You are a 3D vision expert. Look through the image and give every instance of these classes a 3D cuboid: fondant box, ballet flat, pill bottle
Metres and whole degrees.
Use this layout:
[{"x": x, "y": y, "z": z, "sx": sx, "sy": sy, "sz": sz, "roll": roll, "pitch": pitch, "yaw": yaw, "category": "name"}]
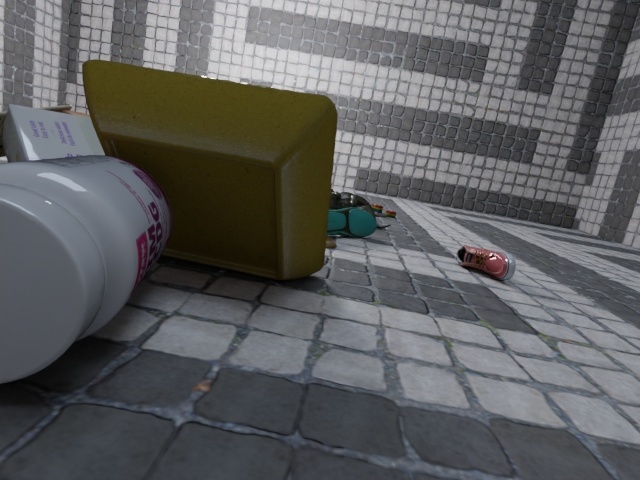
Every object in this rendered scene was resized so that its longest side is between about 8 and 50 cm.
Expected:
[{"x": -0.389, "y": -0.126, "z": 0.791, "sx": 0.331, "sy": 0.096, "sz": 0.238, "roll": -4, "pitch": 50, "yaw": -47, "category": "fondant box"}, {"x": 0.051, "y": -0.051, "z": 1.123, "sx": 0.087, "sy": 0.083, "sz": 0.248, "roll": 2, "pitch": 1, "yaw": 44, "category": "ballet flat"}, {"x": -0.247, "y": 0.002, "z": 0.393, "sx": 0.161, "sy": 0.160, "sz": 0.283, "roll": 8, "pitch": 12, "yaw": -12, "category": "pill bottle"}]

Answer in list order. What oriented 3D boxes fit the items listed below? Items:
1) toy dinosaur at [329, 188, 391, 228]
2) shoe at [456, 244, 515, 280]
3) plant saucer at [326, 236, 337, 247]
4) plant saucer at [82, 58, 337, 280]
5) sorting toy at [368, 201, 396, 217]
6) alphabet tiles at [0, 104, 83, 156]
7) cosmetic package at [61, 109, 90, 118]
[{"x": 0.100, "y": -0.126, "z": 1.421, "sx": 0.314, "sy": 0.120, "sz": 0.160, "roll": 9, "pitch": 24, "yaw": 16, "category": "toy dinosaur"}, {"x": 0.386, "y": 0.050, "z": 0.967, "sx": 0.081, "sy": 0.063, "sz": 0.178, "roll": 9, "pitch": 6, "yaw": -1, "category": "shoe"}, {"x": 0.000, "y": 0.000, "z": 0.980, "sx": 0.084, "sy": 0.015, "sz": 0.083, "roll": 10, "pitch": 12, "yaw": -2, "category": "plant saucer"}, {"x": -0.157, "y": -0.062, "z": 0.589, "sx": 0.333, "sy": 0.332, "sz": 0.080, "roll": 12, "pitch": 49, "yaw": 7, "category": "plant saucer"}, {"x": 0.189, "y": -0.141, "z": 1.749, "sx": 0.275, "sy": 0.046, "sz": 0.132, "roll": 2, "pitch": 14, "yaw": -32, "category": "sorting toy"}, {"x": -0.879, "y": -0.305, "z": 1.175, "sx": 0.285, "sy": 0.011, "sz": 0.343, "roll": -23, "pitch": 8, "yaw": 37, "category": "alphabet tiles"}, {"x": -0.622, "y": -0.263, "z": 1.230, "sx": 0.297, "sy": 0.129, "sz": 0.153, "roll": 28, "pitch": 10, "yaw": 0, "category": "cosmetic package"}]
